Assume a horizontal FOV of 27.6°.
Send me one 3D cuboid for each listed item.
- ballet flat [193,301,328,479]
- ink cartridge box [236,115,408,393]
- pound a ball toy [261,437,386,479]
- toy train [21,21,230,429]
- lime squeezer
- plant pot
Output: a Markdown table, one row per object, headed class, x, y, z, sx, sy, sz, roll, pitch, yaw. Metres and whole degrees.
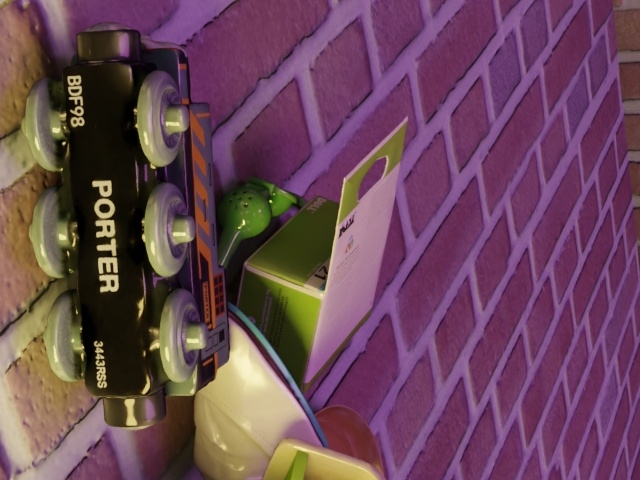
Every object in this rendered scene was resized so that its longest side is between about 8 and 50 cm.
| class | x | y | z | sx | sy | sz | roll | pitch | yaw |
| --- | --- | --- | --- | --- | --- | --- | --- | --- | --- |
| ballet flat | -0.048 | 0.230 | 1.315 | 0.400 | 0.139 | 0.139 | 60 | 39 | -39 |
| ink cartridge box | 0.000 | 0.000 | 1.363 | 0.189 | 0.097 | 0.255 | -45 | 150 | -55 |
| pound a ball toy | -0.039 | 0.370 | 1.216 | 0.208 | 0.135 | 0.319 | -72 | -178 | -50 |
| toy train | -0.153 | -0.014 | 1.105 | 0.190 | 0.142 | 0.334 | -29 | 115 | -75 |
| lime squeezer | -0.060 | -0.017 | 1.378 | 0.310 | 0.058 | 0.110 | -46 | 131 | -56 |
| plant pot | 0.005 | 0.311 | 1.528 | 0.236 | 0.032 | 0.236 | 4 | 85 | -58 |
